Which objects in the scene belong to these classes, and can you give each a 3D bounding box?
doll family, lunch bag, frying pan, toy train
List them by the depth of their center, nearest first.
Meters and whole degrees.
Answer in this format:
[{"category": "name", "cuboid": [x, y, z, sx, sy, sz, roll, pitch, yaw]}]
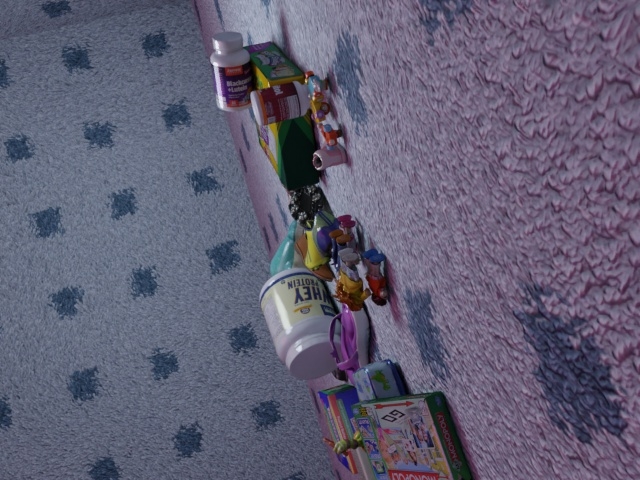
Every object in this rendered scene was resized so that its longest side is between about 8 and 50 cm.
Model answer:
[{"category": "toy train", "cuboid": [0.012, -0.290, 1.317, 0.125, 0.046, 0.166, -122, 15, -51]}, {"category": "doll family", "cuboid": [0.063, 0.068, 1.388, 0.263, 0.118, 0.163, -122, 18, -54]}, {"category": "lunch bag", "cuboid": [0.154, 0.392, 1.499, 0.219, 0.090, 0.176, 110, 143, -71]}, {"category": "frying pan", "cuboid": [0.035, 0.381, 2.243, 0.197, 0.053, 0.326, -142, 34, -71]}]

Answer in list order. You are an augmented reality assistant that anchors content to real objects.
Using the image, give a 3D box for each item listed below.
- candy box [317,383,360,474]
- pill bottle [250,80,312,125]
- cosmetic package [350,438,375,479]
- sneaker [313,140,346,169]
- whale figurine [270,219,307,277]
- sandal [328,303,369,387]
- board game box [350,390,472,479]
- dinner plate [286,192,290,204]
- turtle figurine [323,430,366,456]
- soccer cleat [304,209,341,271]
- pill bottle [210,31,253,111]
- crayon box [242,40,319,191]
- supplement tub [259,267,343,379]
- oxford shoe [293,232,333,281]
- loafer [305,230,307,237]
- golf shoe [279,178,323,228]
[{"category": "candy box", "cuboid": [0.098, 0.648, 2.105, 0.317, 0.122, 0.268, 124, 129, -75]}, {"category": "pill bottle", "cuboid": [-0.086, -0.334, 1.449, 0.086, 0.152, 0.086, 164, 90, -80]}, {"category": "cosmetic package", "cuboid": [0.189, 0.725, 1.776, 0.160, 0.113, 0.310, 102, 150, -69]}, {"category": "sneaker", "cuboid": [0.009, -0.200, 1.394, 0.134, 0.070, 0.051, -128, 21, -66]}, {"category": "whale figurine", "cuboid": [-0.113, 0.052, 2.183, 0.216, 0.141, 0.272, -80, -7, -57]}, {"category": "sandal", "cuboid": [0.070, 0.295, 1.747, 0.416, 0.102, 0.169, 87, 163, -47]}, {"category": "board game box", "cuboid": [0.186, 0.438, 1.272, 0.317, 0.046, 0.214, -36, 70, 60]}, {"category": "dinner plate", "cuboid": [-0.099, -0.139, 2.198, 0.141, 0.017, 0.141, 163, 90, -79]}, {"category": "turtle figurine", "cuboid": [0.158, 0.544, 1.568, 0.217, 0.269, 0.087, 15, 85, 55]}, {"category": "soccer cleat", "cuboid": [0.001, -0.001, 1.637, 0.121, 0.093, 0.289, 52, 160, 7]}, {"category": "pill bottle", "cuboid": [-0.242, -0.461, 1.641, 0.108, 0.108, 0.194, -119, 21, -50]}, {"category": "crayon box", "cuboid": [-0.119, -0.362, 1.710, 0.363, 0.106, 0.313, -121, 18, -55]}, {"category": "supplement tub", "cuboid": [-0.058, 0.278, 2.030, 0.235, 0.235, 0.325, 85, 165, -46]}, {"category": "oxford shoe", "cuboid": [-0.015, 0.050, 1.934, 0.076, 0.076, 0.212, -56, 49, 22]}, {"category": "loafer", "cuboid": [-0.023, -0.048, 1.830, 0.170, 0.062, 0.061, 131, 127, -76]}, {"category": "golf shoe", "cuboid": [-0.036, -0.108, 1.761, 0.273, 0.105, 0.120, -110, -6, -51]}]
